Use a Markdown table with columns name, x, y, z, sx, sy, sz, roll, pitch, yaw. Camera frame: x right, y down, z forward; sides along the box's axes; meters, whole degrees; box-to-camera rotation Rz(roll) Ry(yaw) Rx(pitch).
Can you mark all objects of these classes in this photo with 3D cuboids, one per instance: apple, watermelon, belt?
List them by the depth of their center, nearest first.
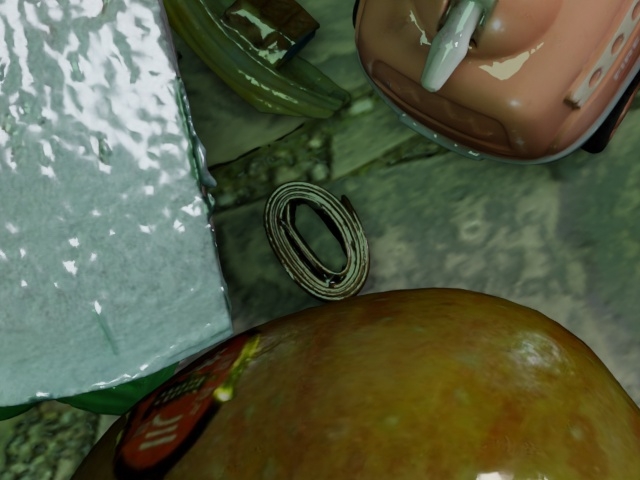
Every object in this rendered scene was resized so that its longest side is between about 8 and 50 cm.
| name | x | y | z | sx | sy | sz | roll | pitch | yaw |
| --- | --- | --- | --- | --- | --- | --- | --- | --- | --- |
| apple | 0.039 | 0.217 | 0.906 | 0.400 | 0.333 | 0.400 | 4 | 106 | 13 |
| watermelon | -0.166 | -0.072 | 0.913 | 0.228 | 0.387 | 0.258 | -2 | 128 | -1 |
| belt | 0.000 | 0.000 | 1.057 | 0.059 | 0.036 | 0.083 | -34 | 83 | -1 |

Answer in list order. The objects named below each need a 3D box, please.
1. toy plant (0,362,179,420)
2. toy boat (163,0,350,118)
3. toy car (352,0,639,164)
| name | x | y | z | sx | sy | sz | roll | pitch | yaw |
| --- | --- | --- | --- | --- | --- | --- | --- | --- | --- |
| toy plant | -0.202 | 0.041 | 1.054 | 0.240 | 0.088 | 0.154 | 5 | 70 | 2 |
| toy boat | -0.050 | -0.140 | 1.056 | 0.172 | 0.065 | 0.066 | 43 | 107 | 3 |
| toy car | 0.125 | -0.178 | 0.953 | 0.180 | 0.212 | 0.270 | 28 | 94 | 9 |
